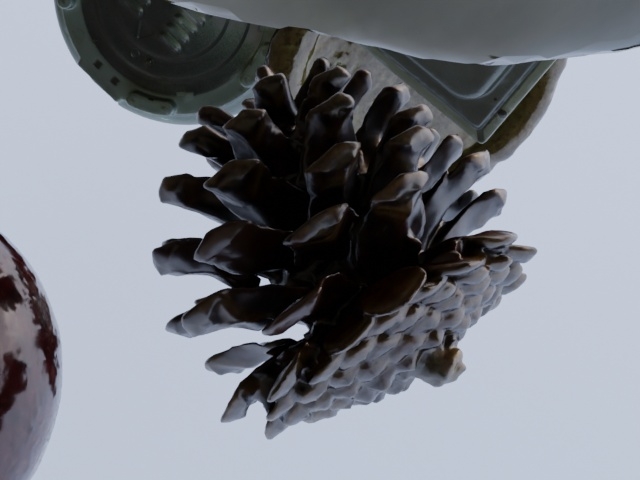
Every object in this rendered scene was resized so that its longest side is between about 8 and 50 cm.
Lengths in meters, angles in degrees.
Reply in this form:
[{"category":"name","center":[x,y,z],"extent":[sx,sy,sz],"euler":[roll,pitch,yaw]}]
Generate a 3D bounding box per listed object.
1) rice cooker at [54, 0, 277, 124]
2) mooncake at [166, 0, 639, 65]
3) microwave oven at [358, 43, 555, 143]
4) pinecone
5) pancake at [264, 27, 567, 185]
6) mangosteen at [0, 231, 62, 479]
[{"category":"rice cooker","center":[-0.100,-0.230,1.574],"extent":[0.241,0.227,0.280],"euler":[40,-68,0]},{"category":"mooncake","center":[0.032,-0.242,0.561],"extent":[0.378,0.201,0.378],"euler":[4,-130,-5]},{"category":"microwave oven","center":[0.131,-0.206,1.067],"extent":[0.145,0.194,0.240],"euler":[41,-57,2]},{"category":"pinecone","center":[0.003,-0.001,1.222],"extent":[0.264,0.264,0.264],"euler":[-12,-123,18]},{"category":"pancake","center":[0.087,-0.147,1.424],"extent":[0.286,0.288,0.033],"euler":[-55,-137,6]},{"category":"mangosteen","center":[-0.240,0.080,0.942],"extent":[0.215,0.215,0.257],"euler":[-39,-161,-1]}]
